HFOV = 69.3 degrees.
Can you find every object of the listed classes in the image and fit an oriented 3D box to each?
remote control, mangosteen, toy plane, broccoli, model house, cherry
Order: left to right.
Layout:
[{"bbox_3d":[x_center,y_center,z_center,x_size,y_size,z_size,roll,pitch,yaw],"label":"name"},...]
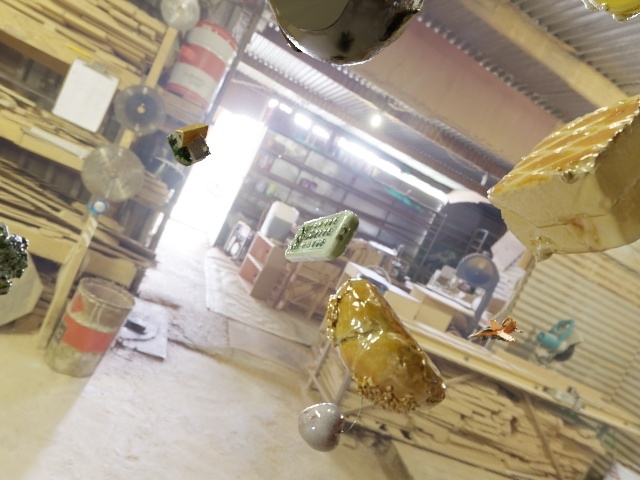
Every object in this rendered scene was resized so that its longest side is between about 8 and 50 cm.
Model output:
[{"bbox_3d":[-0.696,0.001,0.838,0.304,0.146,0.165,19,-23,9],"label":"broccoli"},{"bbox_3d":[-0.354,-0.267,1.280,0.087,0.101,0.100,-29,10,-39],"label":"model house"},{"bbox_3d":[0.000,0.000,1.217,0.065,0.128,0.335,34,-14,-16],"label":"remote control"},{"bbox_3d":[0.013,0.485,1.285,0.115,0.188,0.148,36,-32,-27],"label":"cherry"},{"bbox_3d":[0.018,-0.415,0.731,0.287,0.288,0.233,27,39,19],"label":"mangosteen"},{"bbox_3d":[0.593,0.319,1.588,0.135,0.188,0.062,-124,-165,-64],"label":"toy plane"}]

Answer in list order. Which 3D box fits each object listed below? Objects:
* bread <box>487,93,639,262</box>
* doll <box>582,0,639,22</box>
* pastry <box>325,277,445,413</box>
[{"bbox_3d":[0.712,-0.156,1.229,0.279,0.371,0.390,49,-17,-4],"label":"bread"},{"bbox_3d":[0.612,-0.567,0.921,0.237,0.111,0.252,-115,-174,-54],"label":"doll"},{"bbox_3d":[0.117,0.226,0.957,0.311,0.162,0.255,53,0,35],"label":"pastry"}]
